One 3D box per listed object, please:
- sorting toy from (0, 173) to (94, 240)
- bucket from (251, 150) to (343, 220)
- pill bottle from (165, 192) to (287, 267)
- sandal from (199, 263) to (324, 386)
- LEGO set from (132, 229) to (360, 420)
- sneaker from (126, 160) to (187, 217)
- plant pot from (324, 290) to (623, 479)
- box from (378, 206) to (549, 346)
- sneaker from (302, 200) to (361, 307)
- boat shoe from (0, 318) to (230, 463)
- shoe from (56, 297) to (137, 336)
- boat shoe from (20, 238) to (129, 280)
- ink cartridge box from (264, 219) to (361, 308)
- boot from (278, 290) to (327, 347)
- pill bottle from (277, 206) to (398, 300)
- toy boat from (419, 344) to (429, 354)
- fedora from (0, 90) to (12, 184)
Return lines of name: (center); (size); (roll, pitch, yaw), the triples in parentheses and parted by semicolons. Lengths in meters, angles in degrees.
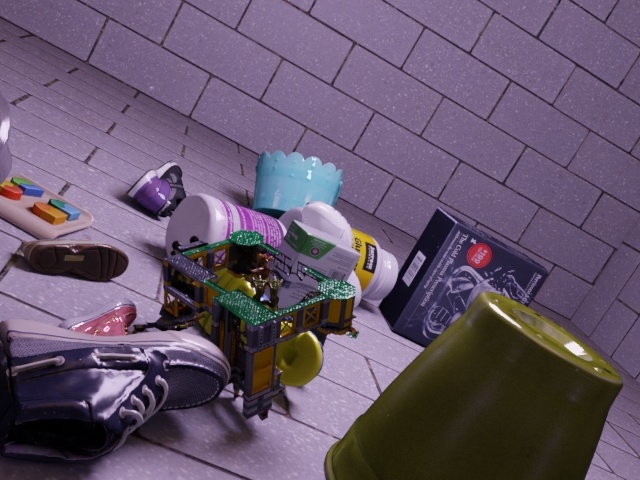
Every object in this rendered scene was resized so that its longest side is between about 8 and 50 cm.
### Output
sorting toy: (-0.548, -0.073, 1.447); (0.193, 0.038, 0.208); (30, 12, -1)
bucket: (-0.079, -0.152, 2.370); (0.281, 0.183, 0.281); (13, -8, 2)
pill bottle: (-0.175, 0.013, 1.674); (0.301, 0.169, 0.169); (18, 17, -44)
sandal: (-0.108, 0.162, 1.380); (0.317, 0.126, 0.138); (40, -1, 28)
LEGO set: (-0.111, 0.136, 1.210); (0.331, 0.192, 0.255); (23, 30, 32)
sneaker: (-0.392, -0.116, 1.932); (0.124, 0.107, 0.283); (44, 14, -6)
plant pot: (0.249, 0.279, 1.134); (0.366, 0.353, 0.366); (28, 11, -6)
box: (0.391, 0.138, 2.104); (0.312, 0.343, 0.179); (26, 11, -15)
sneaker: (0.017, 0.052, 1.786); (0.111, 0.297, 0.129); (-7, 18, 31)
boat shoe: (-0.239, 0.195, 0.914); (0.340, 0.127, 0.158); (11, 28, -38)
shoe: (-0.304, 0.140, 1.098); (0.081, 0.063, 0.178); (34, 17, 12)
boat shoe: (-0.421, 0.022, 1.304); (0.072, 0.068, 0.190); (24, 6, 39)
ink cartridge box: (-0.034, 0.083, 1.637); (0.153, 0.208, 0.087); (23, 10, -35)
boot: (-0.064, 0.136, 1.506); (0.198, 0.137, 0.077); (29, 11, -1)
pill bottle: (0.040, 0.049, 2.006); (0.334, 0.188, 0.188); (21, 14, -35)
toy boat: (0.299, 0.329, 1.432); (0.148, 0.267, 0.318); (-10, 63, -36)
fedora: (-0.630, -0.163, 1.292); (0.275, 0.244, 0.124); (32, -18, 22)
